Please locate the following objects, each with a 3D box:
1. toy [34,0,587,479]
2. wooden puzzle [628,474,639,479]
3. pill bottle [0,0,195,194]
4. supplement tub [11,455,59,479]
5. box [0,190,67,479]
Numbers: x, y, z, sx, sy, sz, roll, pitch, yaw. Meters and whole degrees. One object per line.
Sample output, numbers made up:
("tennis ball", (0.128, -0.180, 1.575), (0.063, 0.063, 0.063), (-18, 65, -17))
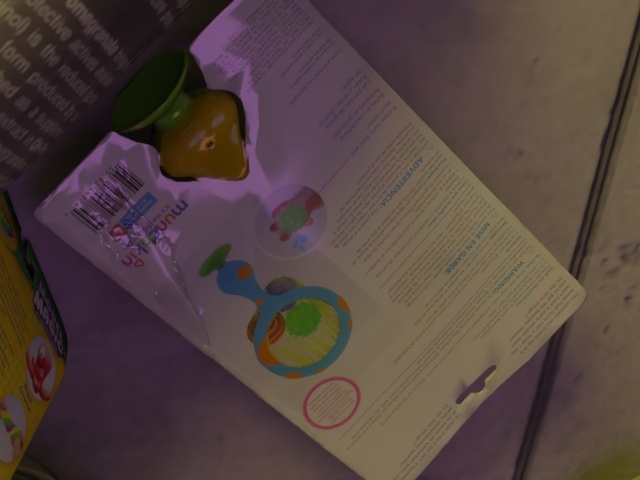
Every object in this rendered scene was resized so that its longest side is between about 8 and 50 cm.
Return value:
("toy", (0.000, 0.000, 0.633), (0.137, 0.056, 0.237), (-46, 125, 2))
("wooden puzzle", (0.118, 0.338, 0.886), (0.322, 0.080, 0.348), (-30, 123, -17))
("pill bottle", (-0.114, -0.118, 0.414), (0.318, 0.176, 0.176), (-45, 130, -3))
("supplement tub", (-0.118, 0.186, 0.563), (0.144, 0.200, 0.144), (-16, 123, -26))
("box", (-0.148, 0.054, 0.523), (0.043, 0.179, 0.105), (-1, 126, 18))
